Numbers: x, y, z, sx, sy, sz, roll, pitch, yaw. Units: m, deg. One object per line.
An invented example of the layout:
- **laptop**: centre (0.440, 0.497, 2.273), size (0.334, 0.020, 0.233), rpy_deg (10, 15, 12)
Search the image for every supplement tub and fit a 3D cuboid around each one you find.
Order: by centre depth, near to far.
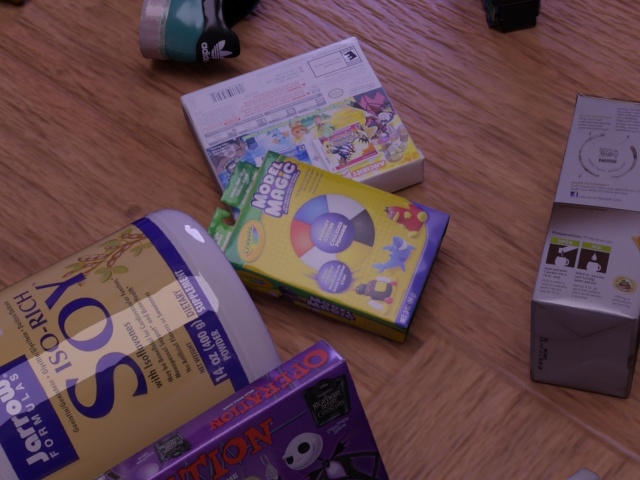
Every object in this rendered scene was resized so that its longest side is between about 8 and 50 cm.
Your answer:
- **supplement tub**: centre (-0.215, 0.143, 1.361), size (0.331, 0.241, 0.241), rpy_deg (-28, 57, -14)

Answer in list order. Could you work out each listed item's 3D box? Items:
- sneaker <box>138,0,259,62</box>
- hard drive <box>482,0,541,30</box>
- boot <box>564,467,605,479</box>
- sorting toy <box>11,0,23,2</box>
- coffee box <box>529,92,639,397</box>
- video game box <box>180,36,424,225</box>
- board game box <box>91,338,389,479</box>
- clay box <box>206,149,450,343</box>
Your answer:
- **sneaker**: centre (-0.109, -0.320, 1.773), size (0.121, 0.108, 0.302), rpy_deg (10, 61, 7)
- **hard drive**: centre (0.187, -0.420, 1.665), size (0.064, 0.339, 0.237), rpy_deg (-9, 53, -4)
- **boot**: centre (0.185, 0.301, 1.311), size (0.123, 0.095, 0.258), rpy_deg (33, 55, 32)
- **sorting toy**: centre (-0.470, -0.247, 1.773), size (0.365, 0.127, 0.126), rpy_deg (-42, 91, -19)
- **coffee box**: centre (0.266, 0.002, 1.476), size (0.098, 0.141, 0.247), rpy_deg (9, 57, 13)
- **video game box**: centre (-0.020, -0.107, 1.639), size (0.205, 0.048, 0.187), rpy_deg (-20, 54, -8)
- **board game box**: centre (-0.103, 0.252, 1.293), size (0.346, 0.208, 0.056), rpy_deg (-31, 31, -15)
- **clay box**: centre (0.000, 0.000, 1.523), size (0.222, 0.053, 0.127), rpy_deg (20, 69, 6)
